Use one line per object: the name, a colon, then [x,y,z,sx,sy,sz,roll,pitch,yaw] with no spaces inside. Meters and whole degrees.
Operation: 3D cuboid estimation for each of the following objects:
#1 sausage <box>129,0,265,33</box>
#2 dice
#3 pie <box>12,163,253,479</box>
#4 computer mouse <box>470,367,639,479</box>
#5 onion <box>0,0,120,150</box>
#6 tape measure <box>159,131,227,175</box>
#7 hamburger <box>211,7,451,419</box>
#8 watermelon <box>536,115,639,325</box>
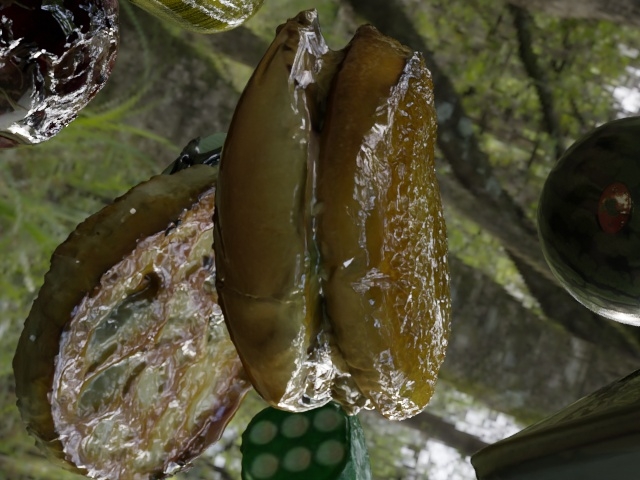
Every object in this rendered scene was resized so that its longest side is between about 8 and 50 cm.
sausage: [-0.140,-0.260,1.005,0.347,0.123,0.123,19,89,-68]
dice: [-0.015,0.252,1.287,0.131,0.128,0.120,-90,167,-45]
pie: [-0.146,0.074,1.061,0.315,0.092,0.315,-36,140,-37]
computer mouse: [0.260,0.119,0.816,0.331,0.197,0.095,-22,-113,36]
onion: [-0.351,-0.231,1.193,0.314,0.314,0.232,125,-30,-50]
tape measure: [-0.108,-0.029,1.282,0.235,0.115,0.207,-46,152,-41]
hamburger: [0.000,0.000,0.763,0.156,0.144,0.282,-51,137,-61]
watermelon: [0.317,-0.021,1.174,0.212,0.212,0.212,-161,-90,-77]
